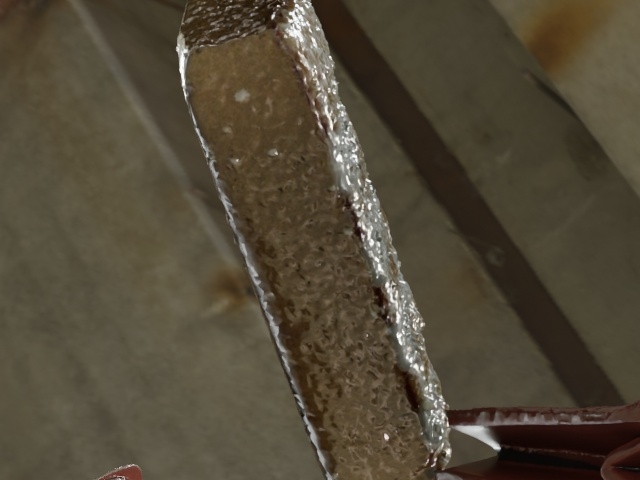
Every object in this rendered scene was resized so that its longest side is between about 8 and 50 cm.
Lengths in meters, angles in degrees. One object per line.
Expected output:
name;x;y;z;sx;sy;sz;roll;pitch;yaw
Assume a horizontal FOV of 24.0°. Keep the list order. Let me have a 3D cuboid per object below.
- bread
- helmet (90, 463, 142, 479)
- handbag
bread;0.000;0.000;1.152;0.113;0.417;0.165;-17;-150;4
helmet;-0.214;0.283;1.521;0.111;0.089;0.057;-32;-125;-15
handbag;0.254;0.161;1.070;0.275;0.260;0.084;-8;-104;62
